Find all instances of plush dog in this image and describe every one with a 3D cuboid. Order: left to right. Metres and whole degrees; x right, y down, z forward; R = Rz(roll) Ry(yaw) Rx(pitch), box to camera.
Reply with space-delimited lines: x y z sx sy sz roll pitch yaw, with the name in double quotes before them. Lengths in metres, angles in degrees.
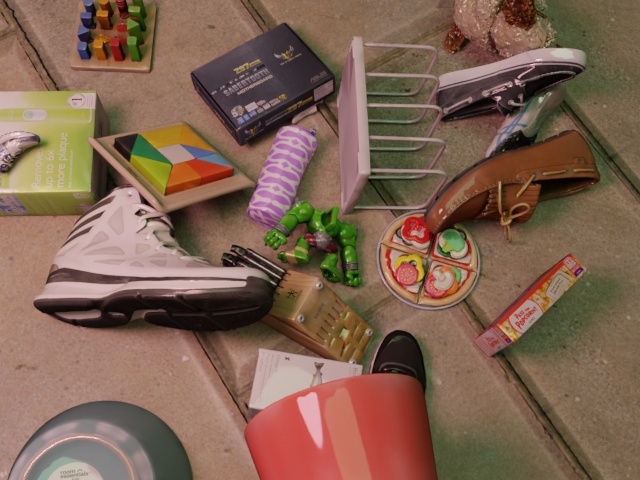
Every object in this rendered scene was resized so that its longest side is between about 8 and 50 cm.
"plush dog" 0.377 -0.435 1.454 0.210 0.262 0.225 -49 45 10

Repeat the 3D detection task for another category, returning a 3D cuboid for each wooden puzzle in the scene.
"wooden puzzle" -0.264 -0.147 1.310 0.221 0.044 0.239 41 36 25

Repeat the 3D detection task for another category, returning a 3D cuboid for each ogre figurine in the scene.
"ogre figurine" 0.000 0.000 1.338 0.197 0.097 0.118 19 65 -2

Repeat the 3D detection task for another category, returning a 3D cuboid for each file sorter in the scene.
"file sorter" 0.133 -0.211 1.376 0.173 0.193 0.277 1 71 -7

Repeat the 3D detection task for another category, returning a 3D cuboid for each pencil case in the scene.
"pencil case" -0.071 -0.122 1.388 0.088 0.086 0.206 37 66 -37

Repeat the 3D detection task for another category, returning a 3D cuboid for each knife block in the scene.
"knife block" -0.065 0.118 1.313 0.276 0.242 0.088 45 68 -36

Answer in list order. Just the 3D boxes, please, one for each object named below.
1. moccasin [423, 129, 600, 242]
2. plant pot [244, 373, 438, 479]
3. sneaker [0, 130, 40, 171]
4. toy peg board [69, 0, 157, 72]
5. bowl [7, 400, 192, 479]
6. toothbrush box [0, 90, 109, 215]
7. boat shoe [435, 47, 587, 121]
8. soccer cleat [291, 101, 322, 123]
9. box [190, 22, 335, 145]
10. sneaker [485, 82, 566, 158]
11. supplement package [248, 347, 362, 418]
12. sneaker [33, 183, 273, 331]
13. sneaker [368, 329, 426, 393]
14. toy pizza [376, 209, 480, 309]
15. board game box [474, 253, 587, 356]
"moccasin" 0.370 -0.088 1.382 0.380 0.139 0.147 -19 71 -25
"plant pot" 0.048 0.352 1.015 0.275 0.275 0.243 -12 61 -8
"sneaker" -0.548 -0.147 1.253 0.135 0.052 0.058 -19 85 -2
"toy peg board" -0.425 -0.433 1.468 0.161 0.079 0.161 2 70 -4
"bowl" -0.363 0.402 1.139 0.312 0.163 0.311 2 71 -5
"toothbrush box" -0.550 -0.160 1.342 0.283 0.122 0.206 -1 72 -3
"boat shoe" 0.367 -0.294 1.413 0.301 0.108 0.102 -7 78 29
"soccer cleat" -0.028 -0.265 1.466 0.036 0.029 0.083 32 67 11
"box" -0.114 -0.317 1.446 0.233 0.059 0.183 -31 64 -14
"sneaker" 0.405 -0.242 1.472 0.086 0.085 0.237 30 75 40
"supplement package" -0.027 0.260 1.239 0.179 0.105 0.105 9 64 -1
"sneaker" -0.272 0.008 1.222 0.448 0.169 0.257 -2 64 24
"sneaker" 0.134 0.286 1.235 0.107 0.124 0.283 11 70 -1
"toy pizza" 0.208 0.032 1.378 0.201 0.032 0.201 1 71 -4
"board game box" 0.374 0.119 1.299 0.193 0.147 0.045 -40 78 -16
